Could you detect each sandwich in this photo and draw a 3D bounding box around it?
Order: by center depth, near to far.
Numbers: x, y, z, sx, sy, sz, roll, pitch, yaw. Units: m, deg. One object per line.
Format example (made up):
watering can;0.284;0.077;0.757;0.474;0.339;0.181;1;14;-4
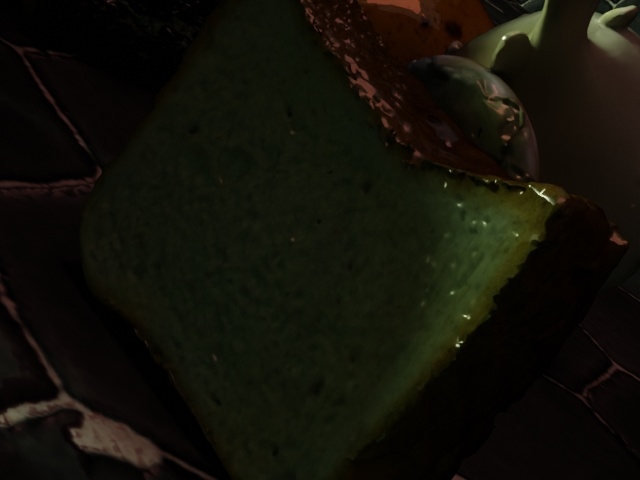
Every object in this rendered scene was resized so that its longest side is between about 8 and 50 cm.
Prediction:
sandwich;0.000;0.000;0.645;0.065;0.186;0.214;19;25;-51

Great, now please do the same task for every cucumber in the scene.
cucumber;-0.081;-0.131;1.063;0.300;0.072;0.072;23;20;-39

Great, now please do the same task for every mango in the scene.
mango;0.011;-0.171;1.219;0.290;0.160;0.191;27;24;-11

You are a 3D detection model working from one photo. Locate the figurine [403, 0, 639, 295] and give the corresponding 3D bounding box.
figurine;0.085;-0.071;0.945;0.394;0.274;0.226;-12;44;-45
